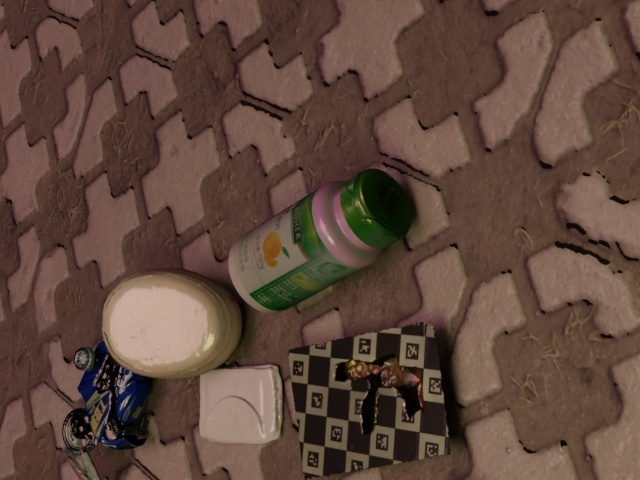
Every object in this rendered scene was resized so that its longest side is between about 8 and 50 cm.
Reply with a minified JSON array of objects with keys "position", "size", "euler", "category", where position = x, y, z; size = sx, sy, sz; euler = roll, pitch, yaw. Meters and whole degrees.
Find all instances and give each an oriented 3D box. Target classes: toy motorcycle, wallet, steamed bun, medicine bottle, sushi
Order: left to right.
[{"position":[-0.339,0.249,1.933],"size":[0.169,0.113,0.315],"euler":[31,99,31],"category":"toy motorcycle"},{"position":[-0.232,0.133,1.805],"size":[0.228,0.130,0.177],"euler":[-1,87,15],"category":"steamed bun"},{"position":[-0.130,0.260,1.775],"size":[0.183,0.032,0.124],"euler":[-9,77,45],"category":"wallet"},{"position":[0.000,0.000,1.606],"size":[0.274,0.133,0.133],"euler":[-29,66,38],"category":"medicine bottle"},{"position":[0.075,0.221,1.568],"size":[0.279,0.043,0.193],"euler":[-20,72,41],"category":"sushi"}]

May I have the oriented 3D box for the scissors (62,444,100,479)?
[{"position":[-0.388,0.440,1.958],"size":[0.133,0.020,0.187],"euler":[-15,105,42],"category":"scissors"}]
